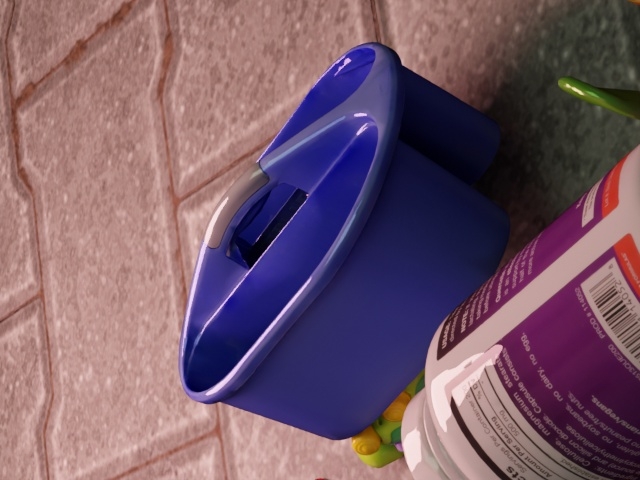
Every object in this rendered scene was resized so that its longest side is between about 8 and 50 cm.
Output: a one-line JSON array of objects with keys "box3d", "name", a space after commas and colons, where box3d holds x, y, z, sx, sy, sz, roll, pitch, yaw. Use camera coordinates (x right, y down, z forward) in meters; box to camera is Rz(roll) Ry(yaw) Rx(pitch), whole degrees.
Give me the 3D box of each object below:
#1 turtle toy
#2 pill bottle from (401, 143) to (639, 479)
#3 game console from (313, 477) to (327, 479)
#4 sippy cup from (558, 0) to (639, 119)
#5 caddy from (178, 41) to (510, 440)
[{"box3d": [0.061, 0.140, 1.492, 0.130, 0.066, 0.095, -55, 22, 39], "name": "turtle toy"}, {"box3d": [0.195, 0.075, 1.217, 0.323, 0.182, 0.181, -46, 51, 42], "name": "pill bottle"}, {"box3d": [0.024, 0.295, 1.573, 0.144, 0.085, 0.124, 12, 127, 55], "name": "game console"}, {"box3d": [0.234, -0.248, 1.162, 0.240, 0.224, 0.305, -27, 64, 49], "name": "sippy cup"}, {"box3d": [0.000, 0.000, 1.436, 0.341, 0.179, 0.241, -51, 26, 35], "name": "caddy"}]
